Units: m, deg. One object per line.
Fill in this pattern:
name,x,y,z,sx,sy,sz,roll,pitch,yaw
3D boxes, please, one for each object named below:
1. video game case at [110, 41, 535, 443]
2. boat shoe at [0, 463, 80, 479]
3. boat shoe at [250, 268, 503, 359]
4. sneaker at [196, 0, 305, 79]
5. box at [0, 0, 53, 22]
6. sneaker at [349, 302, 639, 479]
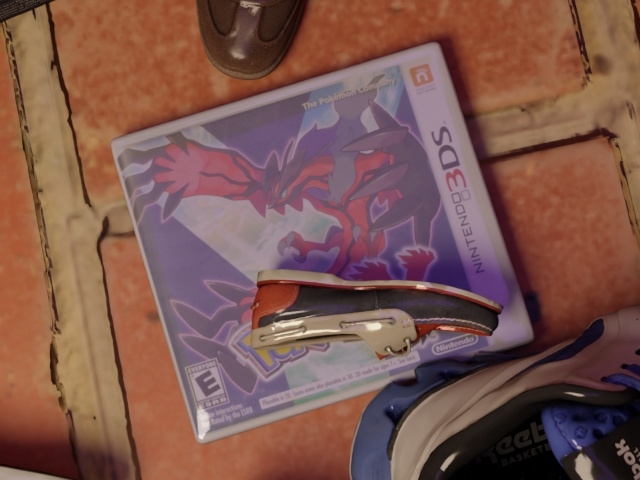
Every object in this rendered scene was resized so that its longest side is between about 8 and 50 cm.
video game case,0.000,0.000,0.775,0.201,0.023,0.183,-17,83,0
boat shoe,-0.232,0.146,0.734,0.227,0.081,0.069,10,79,0
boat shoe,0.029,0.043,0.732,0.137,0.049,0.043,5,74,6
sneaker,-0.035,-0.189,0.775,0.066,0.071,0.188,9,83,2
box,-0.182,-0.222,0.714,0.108,0.207,0.153,-23,83,-1
sneaker,0.171,0.090,0.670,0.315,0.182,0.127,-25,97,0
